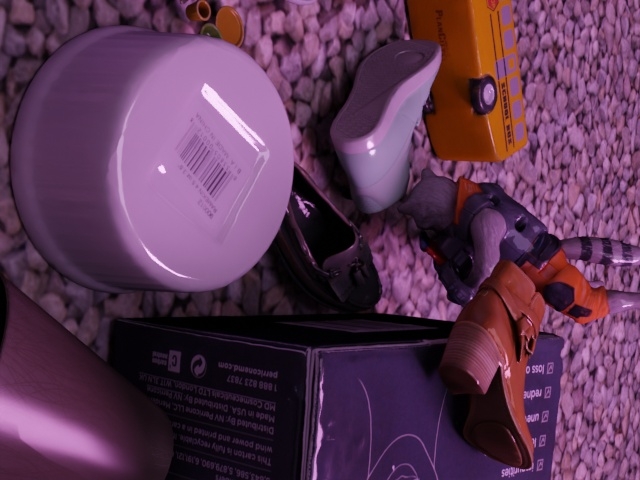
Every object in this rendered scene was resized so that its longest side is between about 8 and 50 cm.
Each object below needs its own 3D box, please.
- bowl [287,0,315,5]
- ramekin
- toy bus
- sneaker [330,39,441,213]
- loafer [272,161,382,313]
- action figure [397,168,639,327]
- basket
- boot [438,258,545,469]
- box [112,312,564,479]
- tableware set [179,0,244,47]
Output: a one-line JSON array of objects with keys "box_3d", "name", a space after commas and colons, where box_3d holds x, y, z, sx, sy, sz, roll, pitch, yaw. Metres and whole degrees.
[{"box_3d": [-0.101, -0.367, 1.022, 0.298, 0.134, 0.298, -9, 90, -69], "name": "bowl"}, {"box_3d": [-0.152, -0.077, 1.033, 0.277, 0.135, 0.277, -9, 101, -49], "name": "ramekin"}, {"box_3d": [0.202, -0.276, 1.439, 0.130, 0.108, 0.333, -31, 117, -44], "name": "toy bus"}, {"box_3d": [0.091, -0.148, 1.353, 0.256, 0.094, 0.151, -56, 146, -38], "name": "sneaker"}, {"box_3d": [0.000, 0.000, 1.236, 0.267, 0.084, 0.096, 47, 60, -32], "name": "loafer"}, {"box_3d": [0.254, 0.006, 1.354, 0.330, 0.341, 0.178, 28, 102, -9], "name": "action figure"}, {"box_3d": [-0.252, 0.164, 0.925, 0.227, 0.154, 0.204, 41, 50, -42], "name": "basket"}, {"box_3d": [0.199, 0.131, 1.078, 0.152, 0.073, 0.197, -57, 135, -34], "name": "boot"}, {"box_3d": [0.023, 0.328, 1.165, 0.480, 0.297, 0.472, 4, 89, -50], "name": "box"}, {"box_3d": [-0.097, -0.265, 1.135, 0.154, 0.024, 0.104, -45, 122, -48], "name": "tableware set"}]
